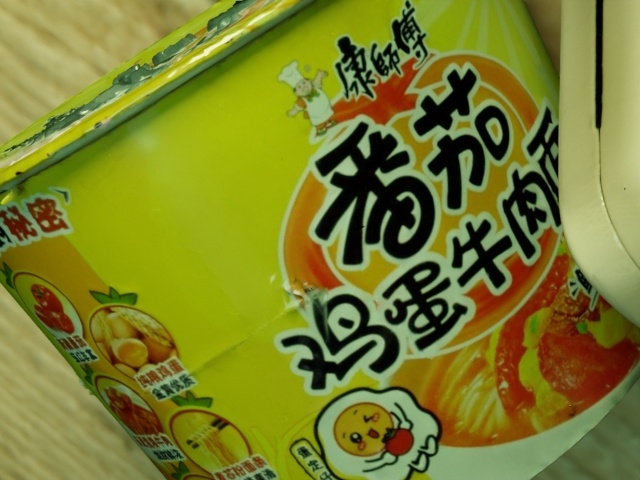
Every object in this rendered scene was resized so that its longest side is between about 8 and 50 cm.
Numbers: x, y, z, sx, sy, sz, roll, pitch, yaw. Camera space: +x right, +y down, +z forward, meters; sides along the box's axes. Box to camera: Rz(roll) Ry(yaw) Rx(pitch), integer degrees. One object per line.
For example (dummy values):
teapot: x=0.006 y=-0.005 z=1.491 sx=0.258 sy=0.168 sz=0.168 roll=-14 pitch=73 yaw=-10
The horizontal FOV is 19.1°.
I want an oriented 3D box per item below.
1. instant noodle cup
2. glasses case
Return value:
instant noodle cup: x=0.000 y=0.000 z=0.759 sx=0.264 sy=0.264 sz=0.200 roll=-25 pitch=102 yaw=33
glasses case: x=0.128 y=-0.052 z=0.700 sx=0.050 sy=0.196 sz=0.083 roll=-28 pitch=129 yaw=33
